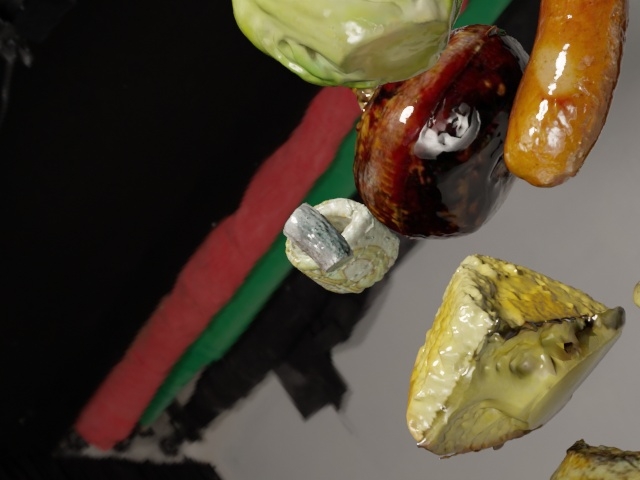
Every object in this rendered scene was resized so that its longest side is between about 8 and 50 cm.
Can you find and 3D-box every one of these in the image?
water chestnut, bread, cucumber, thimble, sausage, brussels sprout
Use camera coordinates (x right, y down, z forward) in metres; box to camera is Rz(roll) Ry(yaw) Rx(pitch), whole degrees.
[{"bbox_3d":[0.173,-0.182,1.437,0.350,0.302,0.350,-48,-23,-28],"label":"water chestnut"},{"bbox_3d":[0.191,0.132,1.064,0.262,0.162,0.204,5,-65,-40],"label":"bread"},{"bbox_3d":[-0.002,-0.001,1.440,0.064,0.112,0.064,-44,-13,-13],"label":"cucumber"},{"bbox_3d":[0.046,0.007,1.735,0.190,0.137,0.143,-28,-44,25],"label":"thimble"},{"bbox_3d":[0.221,-0.193,0.828,0.076,0.302,0.103,17,-19,-18],"label":"sausage"},{"bbox_3d":[0.024,-0.233,0.805,0.223,0.223,0.161,-32,-6,-22],"label":"brussels sprout"}]

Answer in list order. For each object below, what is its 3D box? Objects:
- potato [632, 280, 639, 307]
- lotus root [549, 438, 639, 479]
[{"bbox_3d":[0.500,0.054,1.318,0.138,0.070,0.091,-48,-6,32],"label":"potato"},{"bbox_3d":[0.243,0.349,0.851,0.141,0.314,0.210,-11,-1,-29],"label":"lotus root"}]
